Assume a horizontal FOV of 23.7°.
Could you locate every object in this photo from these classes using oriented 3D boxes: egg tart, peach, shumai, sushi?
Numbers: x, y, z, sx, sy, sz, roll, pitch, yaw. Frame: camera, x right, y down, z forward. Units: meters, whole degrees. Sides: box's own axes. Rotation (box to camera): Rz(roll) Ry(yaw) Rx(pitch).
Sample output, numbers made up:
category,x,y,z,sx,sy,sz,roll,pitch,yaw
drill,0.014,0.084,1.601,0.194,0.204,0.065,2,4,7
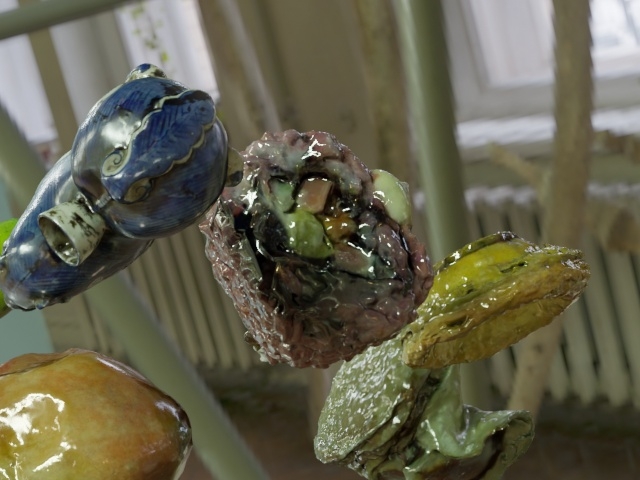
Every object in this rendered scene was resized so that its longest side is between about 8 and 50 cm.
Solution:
category,x,y,z,sx,sy,sz,roll,pitch,yaw
egg tart,0.231,0.075,2.110,0.294,0.123,0.294,-22,-17,-7
peach,-0.224,0.203,1.393,0.235,0.214,0.214,-15,10,30
shumai,0.172,0.304,2.491,0.330,0.288,0.292,-40,29,48
sushi,0.000,0.000,1.684,0.236,0.270,0.171,-26,-7,-9

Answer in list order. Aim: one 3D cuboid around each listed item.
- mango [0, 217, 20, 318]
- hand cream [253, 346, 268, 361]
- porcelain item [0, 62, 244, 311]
category,x,y,z,sx,sy,sz,roll,pitch,yaw
mango,-0.416,0.039,1.867,0.178,0.119,0.100,-41,-16,-16
hand cream,-0.068,0.079,2.038,0.037,0.165,0.057,3,2,1
porcelain item,-0.195,-0.038,1.373,0.186,0.138,0.288,-45,7,-31
